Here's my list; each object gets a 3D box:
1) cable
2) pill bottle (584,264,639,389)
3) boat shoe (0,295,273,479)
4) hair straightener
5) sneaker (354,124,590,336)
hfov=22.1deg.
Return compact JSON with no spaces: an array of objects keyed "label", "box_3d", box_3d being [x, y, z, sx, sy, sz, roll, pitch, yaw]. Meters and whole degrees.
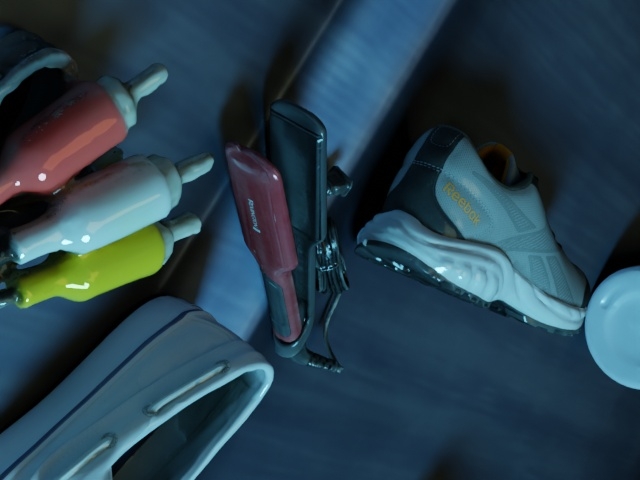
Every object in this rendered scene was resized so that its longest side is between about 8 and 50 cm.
[{"label":"cable","box_3d":[-0.167,0.014,0.719,0.287,0.072,0.139,-41,138,-32]},{"label":"pill bottle","box_3d":[0.322,0.069,1.464,0.180,0.108,0.108,-7,119,-55]},{"label":"boat shoe","box_3d":[-0.126,0.137,0.861,0.258,0.084,0.095,-51,147,-20]},{"label":"hair straightener","box_3d":[0.000,0.000,0.983,0.089,0.047,0.230,-46,146,-26]},{"label":"sneaker","box_3d":[0.128,-0.003,1.128,0.271,0.100,0.108,24,87,-59]}]
